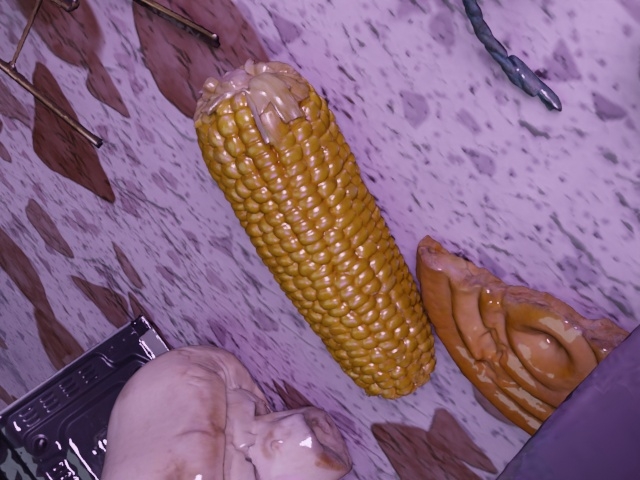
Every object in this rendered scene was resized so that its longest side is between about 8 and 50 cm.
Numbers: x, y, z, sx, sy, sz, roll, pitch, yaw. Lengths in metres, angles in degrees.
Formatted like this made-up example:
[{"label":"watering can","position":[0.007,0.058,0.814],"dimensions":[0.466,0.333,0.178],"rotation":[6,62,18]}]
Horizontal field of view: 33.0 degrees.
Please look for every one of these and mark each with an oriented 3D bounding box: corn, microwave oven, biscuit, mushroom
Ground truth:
[{"label":"corn","position":[0.002,-0.003,0.736],"dimensions":[0.091,0.091,0.260],"rotation":[-10,118,37]},{"label":"microwave oven","position":[-0.209,0.270,1.220],"dimensions":[0.295,0.237,0.181],"rotation":[54,151,2]},{"label":"biscuit","position":[0.149,0.088,0.696],"dimensions":[0.224,0.033,0.144],"rotation":[31,146,32]},{"label":"mushroom","position":[-0.082,0.224,1.034],"dimensions":[0.254,0.234,0.260],"rotation":[-9,-94,-76]}]

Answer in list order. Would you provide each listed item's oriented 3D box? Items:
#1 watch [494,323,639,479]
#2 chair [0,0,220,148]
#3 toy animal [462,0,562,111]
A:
[{"label":"watch","position":[0.194,0.039,0.261],"dimensions":[0.314,0.327,0.335],"rotation":[47,151,5]},{"label":"chair","position":[-0.228,-0.222,0.737],"dimensions":[0.326,0.170,0.160],"rotation":[33,150,16]},{"label":"toy animal","position":[0.091,-0.136,0.458],"dimensions":[0.079,0.070,0.253],"rotation":[59,163,19]}]
